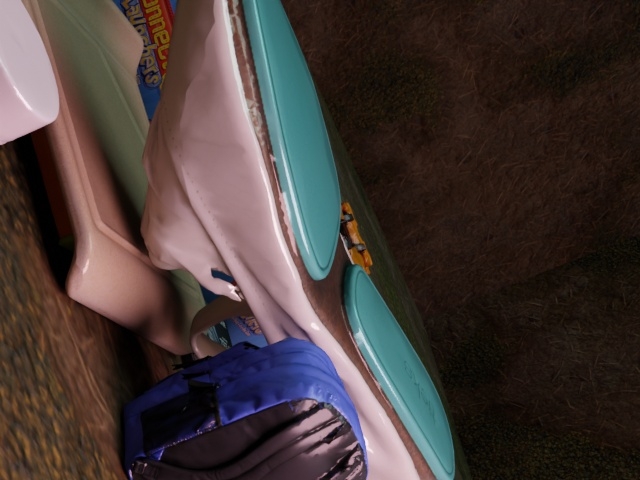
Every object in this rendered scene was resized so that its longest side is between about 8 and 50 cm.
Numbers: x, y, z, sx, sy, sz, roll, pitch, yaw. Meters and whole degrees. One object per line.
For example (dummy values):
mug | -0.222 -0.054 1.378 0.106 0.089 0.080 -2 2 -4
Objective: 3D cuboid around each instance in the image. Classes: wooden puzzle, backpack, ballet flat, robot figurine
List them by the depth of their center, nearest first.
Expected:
backpack | -0.040 0.105 0.725 0.101 0.120 0.098 -104 169 -51
ballet flat | -0.033 0.019 0.786 0.139 0.139 0.400 -101 170 -60
wooden puzzle | -0.140 -0.056 0.817 0.221 0.044 0.238 50 24 -71
robot figurine | 0.000 0.000 1.596 0.291 0.085 0.211 16 53 -81

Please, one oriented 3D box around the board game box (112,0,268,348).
board game box | -0.077 -0.053 1.106 0.308 0.086 0.302 56 13 -63

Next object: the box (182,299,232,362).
box | -0.082 0.076 0.934 0.083 0.018 0.067 56 14 -61

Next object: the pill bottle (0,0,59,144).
pill bottle | -0.137 -0.032 0.358 0.067 0.120 0.067 -22 90 -84
